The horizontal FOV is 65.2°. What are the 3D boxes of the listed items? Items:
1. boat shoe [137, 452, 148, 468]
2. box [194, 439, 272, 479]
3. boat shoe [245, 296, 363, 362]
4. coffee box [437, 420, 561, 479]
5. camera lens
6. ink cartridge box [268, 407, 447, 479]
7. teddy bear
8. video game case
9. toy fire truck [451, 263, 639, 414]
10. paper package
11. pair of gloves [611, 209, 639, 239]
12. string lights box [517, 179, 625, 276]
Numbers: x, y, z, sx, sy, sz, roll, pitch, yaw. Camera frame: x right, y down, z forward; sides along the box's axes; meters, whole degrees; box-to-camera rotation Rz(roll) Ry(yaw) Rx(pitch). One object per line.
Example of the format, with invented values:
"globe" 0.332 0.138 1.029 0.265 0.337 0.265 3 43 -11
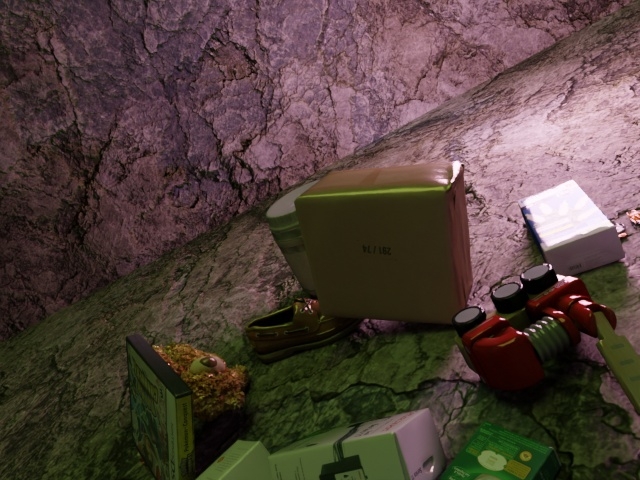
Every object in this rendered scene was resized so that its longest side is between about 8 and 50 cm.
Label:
"boat shoe" -0.360 0.442 1.122 0.049 0.043 0.137 -20 21 27
"box" -0.150 0.410 0.790 0.170 0.091 0.130 -36 -1 -31
"boat shoe" -0.035 0.194 1.203 0.307 0.105 0.111 -25 19 6
"coffee box" 0.215 0.330 0.655 0.184 0.041 0.113 -39 22 -27
"camera lens" 0.000 0.000 1.373 0.219 0.275 0.219 -25 21 10
"ink cartridge box" 0.055 0.316 0.719 0.208 0.087 0.153 -22 -15 26
"teddy bear" -0.270 0.290 1.129 0.113 0.245 0.338 -62 0 -7
"video game case" -0.311 0.343 0.959 0.035 0.249 0.274 -9 18 -37
"toy fire truck" 0.356 0.165 0.757 0.216 0.159 0.246 -30 10 -5
"paper package" 0.144 0.008 1.061 0.324 0.310 0.168 0 25 27
"pair of gloves" 0.630 -0.032 1.025 0.083 0.010 0.074 -27 22 12
"string lights box" 0.520 -0.029 1.063 0.133 0.077 0.260 -23 21 19
